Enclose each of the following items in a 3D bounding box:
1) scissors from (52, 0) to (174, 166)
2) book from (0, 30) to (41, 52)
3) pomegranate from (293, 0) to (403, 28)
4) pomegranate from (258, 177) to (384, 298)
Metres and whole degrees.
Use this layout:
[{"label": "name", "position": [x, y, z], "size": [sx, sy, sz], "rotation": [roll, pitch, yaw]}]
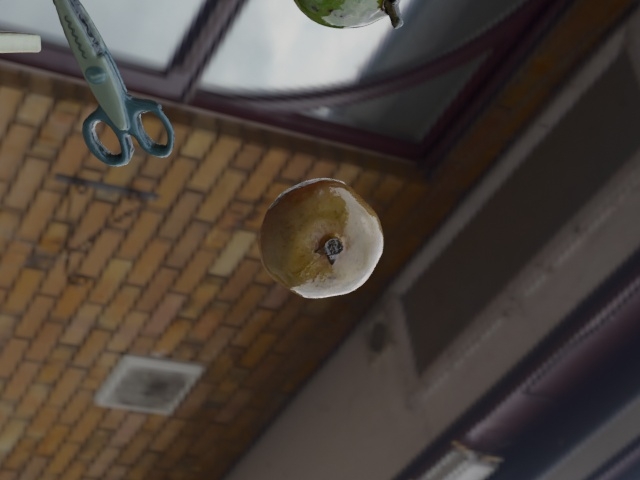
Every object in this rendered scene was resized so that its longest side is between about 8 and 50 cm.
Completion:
[{"label": "scissors", "position": [-0.304, -0.228, 1.929], "size": [0.138, 0.289, 0.041], "rotation": [-9, -148, 22]}, {"label": "book", "position": [-0.512, -0.198, 1.426], "size": [0.263, 0.374, 0.028], "rotation": [5, -78, 33]}, {"label": "pomegranate", "position": [0.019, -0.339, 1.672], "size": [0.220, 0.156, 0.156], "rotation": [43, -62, 47]}, {"label": "pomegranate", "position": [0.001, 0.002, 2.097], "size": [0.191, 0.191, 0.191], "rotation": [-32, -127, 54]}]
